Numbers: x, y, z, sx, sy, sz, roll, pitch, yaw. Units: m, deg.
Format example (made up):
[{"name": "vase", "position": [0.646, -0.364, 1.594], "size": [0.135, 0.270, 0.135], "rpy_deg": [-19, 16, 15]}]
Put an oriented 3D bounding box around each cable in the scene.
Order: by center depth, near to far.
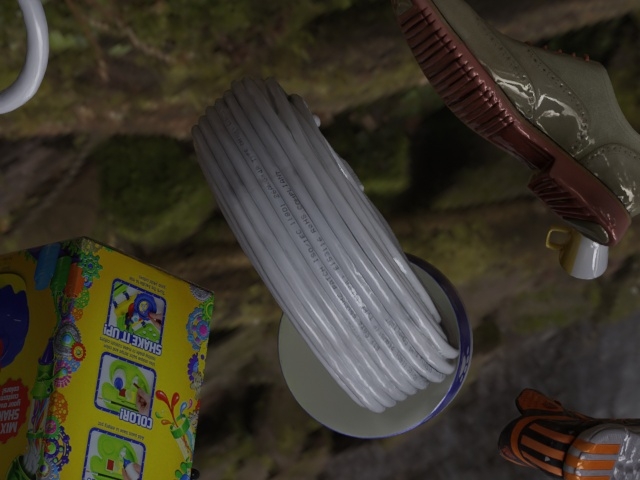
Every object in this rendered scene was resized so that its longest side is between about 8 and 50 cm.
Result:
[{"name": "cable", "position": [0.000, 0.000, 1.101], "size": [0.089, 0.257, 0.257], "rpy_deg": [-33, 158, 4]}]

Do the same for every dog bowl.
[{"name": "dog bowl", "position": [0.076, 0.143, 2.189], "size": [0.265, 0.265, 0.104], "rpy_deg": [-35, 173, 10]}]

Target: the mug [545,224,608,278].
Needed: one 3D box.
[{"name": "mug", "position": [0.330, 0.007, 1.977], "size": [0.078, 0.062, 0.064], "rpy_deg": [-8, 141, -10]}]

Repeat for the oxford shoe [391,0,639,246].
[{"name": "oxford shoe", "position": [0.246, -0.178, 1.829], "size": [0.146, 0.397, 0.140], "rpy_deg": [-45, -170, -9]}]

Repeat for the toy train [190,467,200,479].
[{"name": "toy train", "position": [-0.139, 0.220, 1.489], "size": [0.036, 0.158, 0.027], "rpy_deg": [-13, 145, -25]}]

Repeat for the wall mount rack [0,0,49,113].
[{"name": "wall mount rack", "position": [-0.287, -0.220, 1.015], "size": [0.304, 0.350, 0.130], "rpy_deg": [-35, 180, 36]}]

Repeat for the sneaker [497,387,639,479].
[{"name": "sneaker", "position": [0.349, 0.253, 2.010], "size": [0.321, 0.180, 0.125], "rpy_deg": [17, 94, -48]}]

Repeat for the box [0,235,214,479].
[{"name": "box", "position": [-0.275, 0.172, 1.468], "size": [0.290, 0.279, 0.177], "rpy_deg": [-12, 153, 39]}]
